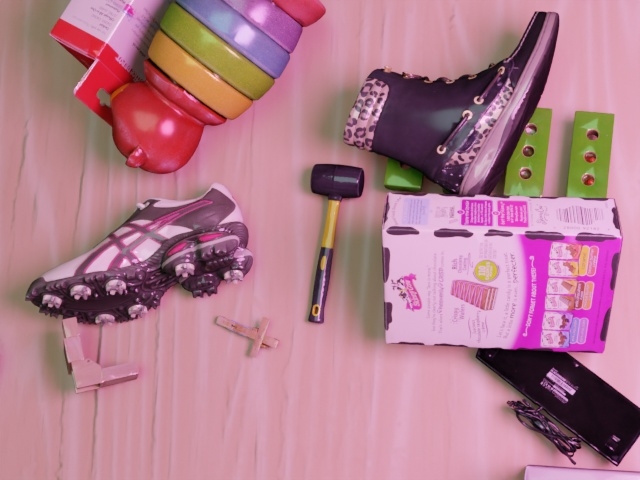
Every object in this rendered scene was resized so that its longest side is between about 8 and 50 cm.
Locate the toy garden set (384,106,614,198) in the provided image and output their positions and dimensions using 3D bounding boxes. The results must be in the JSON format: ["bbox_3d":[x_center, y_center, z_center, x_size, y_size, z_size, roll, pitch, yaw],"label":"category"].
[{"bbox_3d":[0.195,-0.051,1.093,0.244,0.049,0.203,7,77,13],"label":"toy garden set"}]

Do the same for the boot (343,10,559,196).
[{"bbox_3d":[0.147,-0.171,1.065,0.179,0.085,0.236,24,80,19],"label":"boot"}]

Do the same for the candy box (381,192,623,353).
[{"bbox_3d":[0.183,0.034,1.007,0.233,0.159,0.071,2,37,7],"label":"candy box"}]

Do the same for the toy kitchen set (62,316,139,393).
[{"bbox_3d":[-0.266,0.136,1.153,0.075,0.068,0.083,-11,74,-19],"label":"toy kitchen set"}]

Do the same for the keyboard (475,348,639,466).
[{"bbox_3d":[0.249,0.170,1.044,0.192,0.038,0.100,38,64,19],"label":"keyboard"}]

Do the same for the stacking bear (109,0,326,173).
[{"bbox_3d":[-0.142,-0.208,1.147,0.164,0.175,0.289,37,97,-10],"label":"stacking bear"}]

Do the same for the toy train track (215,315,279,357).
[{"bbox_3d":[-0.084,0.107,1.133,0.083,0.014,0.048,20,89,21],"label":"toy train track"}]

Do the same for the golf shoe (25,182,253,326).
[{"bbox_3d":[-0.215,0.020,1.149,0.273,0.105,0.120,-15,56,4],"label":"golf shoe"}]

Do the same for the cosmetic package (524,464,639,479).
[{"bbox_3d":[0.318,0.276,0.949,0.238,0.127,0.107,4,78,11],"label":"cosmetic package"}]

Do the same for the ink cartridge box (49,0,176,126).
[{"bbox_3d":[-0.242,-0.268,1.189,0.078,0.134,0.231,30,84,16],"label":"ink cartridge box"}]

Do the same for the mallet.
[{"bbox_3d":[0.000,0.000,1.130,0.062,0.039,0.189,15,85,15],"label":"mallet"}]
